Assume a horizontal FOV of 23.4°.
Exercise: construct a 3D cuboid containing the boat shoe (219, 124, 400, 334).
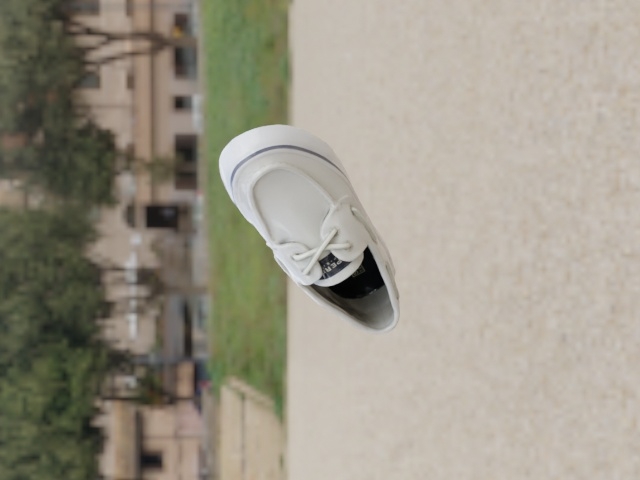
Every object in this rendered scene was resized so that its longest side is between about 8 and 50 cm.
[{"bbox_3d":[0.000,0.000,1.352,0.267,0.096,0.088,56,-172,-51],"label":"boat shoe"}]
